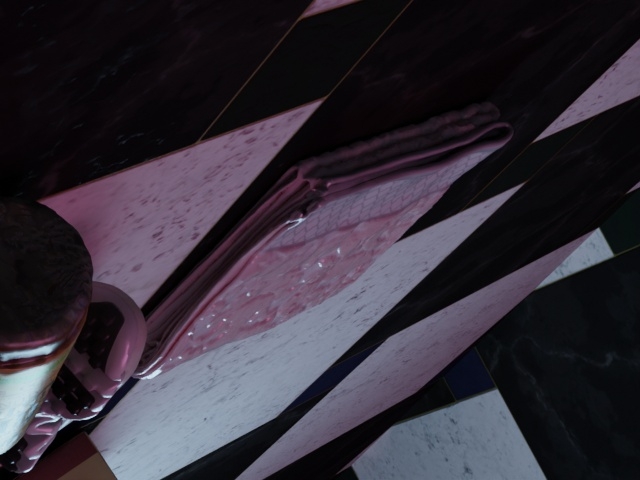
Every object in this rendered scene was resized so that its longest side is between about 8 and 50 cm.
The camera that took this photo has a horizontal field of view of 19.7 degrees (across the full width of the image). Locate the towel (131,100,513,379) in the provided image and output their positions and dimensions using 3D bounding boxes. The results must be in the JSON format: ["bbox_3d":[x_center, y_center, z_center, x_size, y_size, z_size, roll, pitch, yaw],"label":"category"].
[{"bbox_3d":[0.000,0.000,1.764,0.332,0.053,0.317,-21,162,-50],"label":"towel"}]

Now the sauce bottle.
[{"bbox_3d":[-0.240,0.088,1.276,0.111,0.111,0.344,-29,167,-28],"label":"sauce bottle"}]

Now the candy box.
[{"bbox_3d":[-0.313,0.320,2.045,0.183,0.087,0.316,-35,172,-14],"label":"candy box"}]

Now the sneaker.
[{"bbox_3d":[-0.196,0.086,1.446,0.118,0.110,0.292,-37,180,-32],"label":"sneaker"}]
